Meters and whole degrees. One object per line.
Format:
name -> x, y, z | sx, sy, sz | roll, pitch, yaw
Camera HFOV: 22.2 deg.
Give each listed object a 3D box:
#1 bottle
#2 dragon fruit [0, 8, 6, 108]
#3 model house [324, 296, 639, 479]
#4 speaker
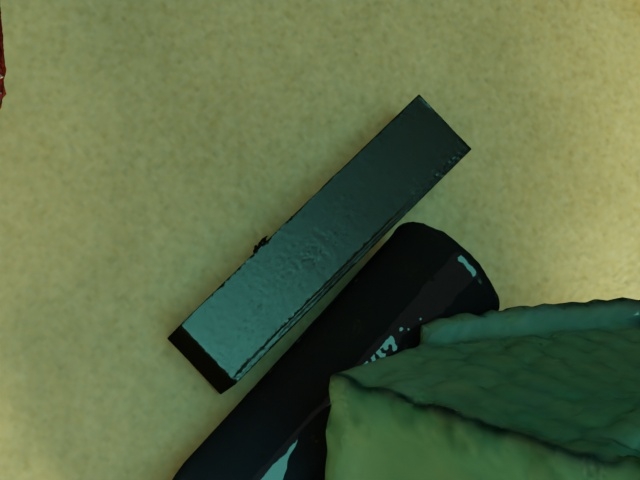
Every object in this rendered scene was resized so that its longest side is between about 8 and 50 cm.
bottle -> -0.006, 0.095, 0.855 | 0.244, 0.072, 0.082 | -48, 142, -19
dragon fruit -> -0.240, -0.162, 0.784 | 0.161, 0.126, 0.274 | -7, 76, -12
model house -> 0.156, 0.186, 0.822 | 0.248, 0.230, 0.281 | -12, 110, -45
speaker -> 0.000, 0.000, 0.887 | 0.046, 0.040, 0.191 | 46, 70, -2
